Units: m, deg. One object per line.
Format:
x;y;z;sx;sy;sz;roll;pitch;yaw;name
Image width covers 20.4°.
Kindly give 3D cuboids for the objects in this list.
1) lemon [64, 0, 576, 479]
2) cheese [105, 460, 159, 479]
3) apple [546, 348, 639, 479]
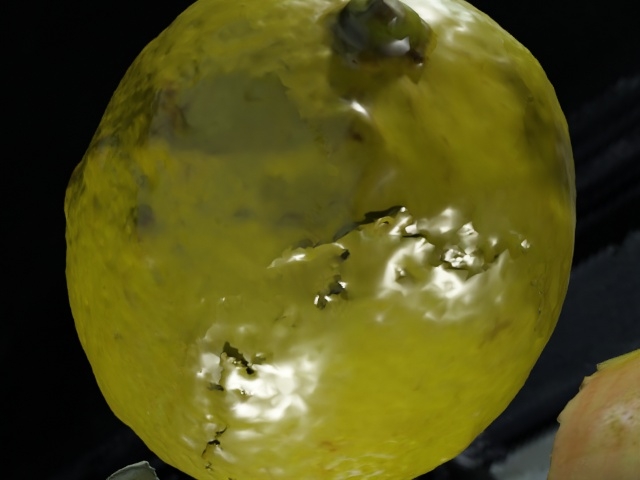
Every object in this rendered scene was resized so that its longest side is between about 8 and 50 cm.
-0.001;0.001;0.886;0.284;0.260;0.260;-60;-143;23;lemon
-0.061;0.271;1.239;0.266;0.233;0.127;-12;-157;28;cheese
0.312;0.219;1.292;0.314;0.309;0.252;21;-58;18;apple
